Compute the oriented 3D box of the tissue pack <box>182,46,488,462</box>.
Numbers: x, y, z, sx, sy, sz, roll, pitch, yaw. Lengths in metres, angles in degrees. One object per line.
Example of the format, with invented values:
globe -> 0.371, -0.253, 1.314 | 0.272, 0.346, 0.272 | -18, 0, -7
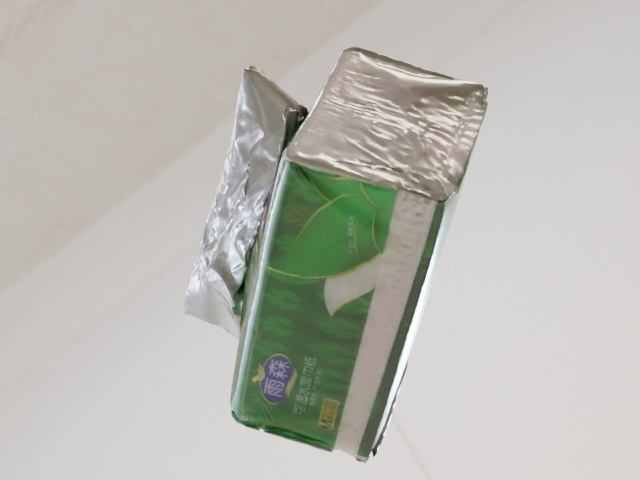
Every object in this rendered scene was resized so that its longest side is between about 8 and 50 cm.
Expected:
tissue pack -> -0.001, 0.001, 0.912 | 0.156, 0.209, 0.148 | 17, -143, 3
